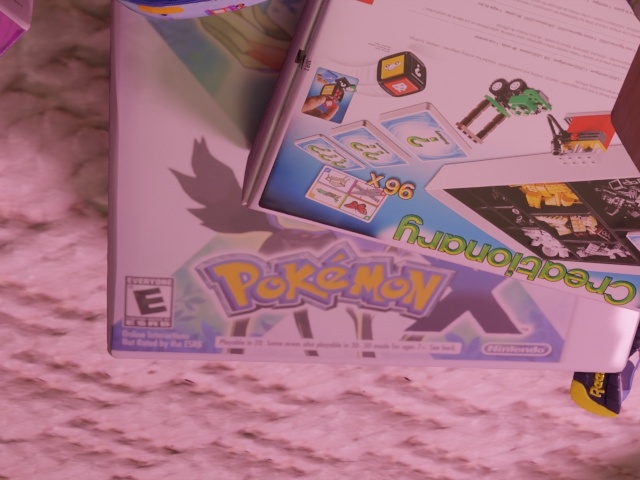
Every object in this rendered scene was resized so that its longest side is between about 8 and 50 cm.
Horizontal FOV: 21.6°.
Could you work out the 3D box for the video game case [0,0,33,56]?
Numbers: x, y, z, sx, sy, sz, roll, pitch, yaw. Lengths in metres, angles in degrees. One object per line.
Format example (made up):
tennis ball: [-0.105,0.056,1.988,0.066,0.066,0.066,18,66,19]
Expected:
video game case: [-0.293,-0.100,0.808,0.232,0.042,0.210,-39,121,20]

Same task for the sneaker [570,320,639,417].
sneaker: [0.226,0.071,1.284,0.053,0.059,0.144,26,139,16]

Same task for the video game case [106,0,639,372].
video game case: [0.044,-0.042,0.959,0.329,0.036,0.300,2,130,-5]

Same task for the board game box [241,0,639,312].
board game box: [0.131,-0.063,0.876,0.305,0.053,0.193,15,128,-11]

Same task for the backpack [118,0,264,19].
backpack: [-0.043,-0.164,0.688,0.158,0.173,0.117,-8,151,12]

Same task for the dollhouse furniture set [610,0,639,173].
dollhouse furniture set: [0.149,-0.178,0.497,0.256,0.362,0.394,7,124,-17]
